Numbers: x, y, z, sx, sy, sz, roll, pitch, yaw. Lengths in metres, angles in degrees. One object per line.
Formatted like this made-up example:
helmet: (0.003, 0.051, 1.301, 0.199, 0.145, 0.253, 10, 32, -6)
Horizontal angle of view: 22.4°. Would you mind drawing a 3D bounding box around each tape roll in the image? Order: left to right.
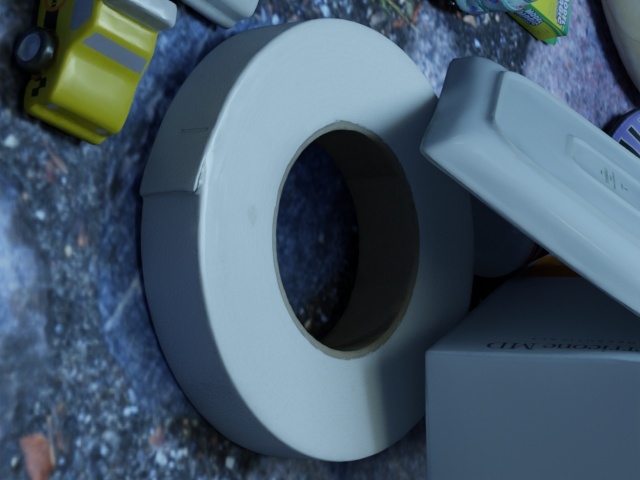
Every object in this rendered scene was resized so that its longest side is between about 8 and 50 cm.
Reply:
tape roll: (0.000, 0.000, 1.425, 0.392, 0.072, 0.392, 2, 88, -50)

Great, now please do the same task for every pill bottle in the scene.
pill bottle: (0.218, -0.033, 1.726, 0.193, 0.108, 0.108, -21, 102, -53)

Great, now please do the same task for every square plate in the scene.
square plate: (0.254, -0.041, 1.479, 0.344, 0.049, 0.347, 35, 21, -4)

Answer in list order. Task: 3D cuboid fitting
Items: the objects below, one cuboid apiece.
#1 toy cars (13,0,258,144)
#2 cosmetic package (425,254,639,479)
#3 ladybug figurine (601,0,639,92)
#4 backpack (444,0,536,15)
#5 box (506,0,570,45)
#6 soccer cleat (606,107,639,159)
toy cars: (-0.113, -0.229, 1.311, 0.394, 0.087, 0.176, -49, 124, -46)
cosmetic package: (0.270, 0.131, 1.573, 0.453, 0.230, 0.161, -30, 119, -68)
ladybug figurine: (0.463, -0.378, 2.071, 0.305, 0.162, 0.449, -27, 108, -53)
backpack: (0.174, -0.329, 1.701, 0.152, 0.115, 0.182, -14, 97, -55)
box: (0.241, -0.303, 1.854, 0.179, 0.043, 0.105, 29, 63, -51)
soccer cleat: (0.383, -0.054, 1.951, 0.318, 0.116, 0.109, -54, 127, -43)
